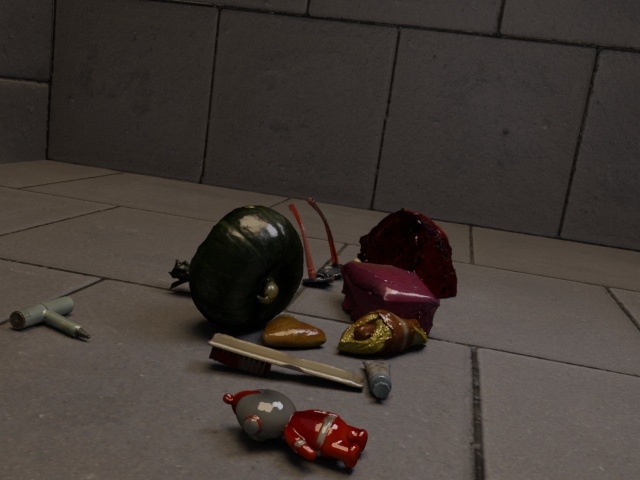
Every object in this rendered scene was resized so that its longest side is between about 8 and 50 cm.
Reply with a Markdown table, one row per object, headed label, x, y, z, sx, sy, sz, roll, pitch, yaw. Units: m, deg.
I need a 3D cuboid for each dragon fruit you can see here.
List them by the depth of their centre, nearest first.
| label | x | y | z | sx | sy | sz | roll | pitch | yaw |
| --- | --- | --- | --- | --- | --- | --- | --- | --- | --- |
| dragon fruit | 0.289 | 0.026 | 2.183 | 0.228 | 0.285 | 0.329 | -4 | 7 | -29 |

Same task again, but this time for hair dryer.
| label | x | y | z | sx | sy | sz | roll | pitch | yaw |
| --- | --- | --- | --- | --- | --- | --- | --- | --- | --- |
| hair dryer | -0.545 | 0.177 | 1.450 | 0.183 | 0.044 | 0.155 | 16 | 15 | 17 |

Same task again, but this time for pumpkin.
| label | x | y | z | sx | sy | sz | roll | pitch | yaw |
| --- | --- | --- | --- | --- | --- | --- | --- | --- | --- |
| pumpkin | -0.163 | 0.067 | 1.561 | 0.207 | 0.300 | 0.300 | 32 | 24 | 35 |

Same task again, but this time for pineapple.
| label | x | y | z | sx | sy | sz | roll | pitch | yaw |
| --- | --- | --- | --- | --- | --- | --- | --- | --- | --- |
| pineapple | -0.275 | 0.097 | 1.790 | 0.248 | 0.128 | 0.128 | 4 | 11 | 7 |

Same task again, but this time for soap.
| label | x | y | z | sx | sy | sz | roll | pitch | yaw |
| --- | --- | --- | --- | --- | --- | --- | --- | --- | --- |
| soap | 0.175 | 0.149 | 1.808 | 0.220 | 0.127 | 0.325 | 7 | 11 | -10 |

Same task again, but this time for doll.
| label | x | y | z | sx | sy | sz | roll | pitch | yaw |
| --- | --- | --- | --- | --- | --- | --- | --- | --- | --- |
| doll | -0.048 | 0.296 | 1.082 | 0.245 | 0.076 | 0.142 | 14 | 12 | 14 |

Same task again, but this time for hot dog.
| label | x | y | z | sx | sy | sz | roll | pitch | yaw |
| --- | --- | --- | --- | --- | --- | --- | --- | --- | --- |
| hot dog | 0.150 | 0.210 | 1.568 | 0.262 | 0.093 | 0.123 | -4 | 16 | -43 |

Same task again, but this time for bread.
| label | x | y | z | sx | sy | sz | roll | pitch | yaw |
| --- | --- | --- | --- | --- | --- | --- | --- | --- | --- |
| bread | -0.084 | 0.210 | 1.530 | 0.154 | 0.054 | 0.136 | 13 | 16 | 38 |

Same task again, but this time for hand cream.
| label | x | y | z | sx | sy | sz | roll | pitch | yaw |
| --- | --- | --- | --- | --- | --- | --- | --- | --- | --- |
| hand cream | 0.119 | 0.274 | 1.360 | 0.065 | 0.043 | 0.170 | 7 | 9 | 1 |

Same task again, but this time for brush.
| label | x | y | z | sx | sy | sz | roll | pitch | yaw |
| --- | --- | --- | --- | --- | --- | --- | --- | --- | --- |
| brush | -0.071 | 0.255 | 1.346 | 0.321 | 0.050 | 0.060 | 15 | 9 | 0 |

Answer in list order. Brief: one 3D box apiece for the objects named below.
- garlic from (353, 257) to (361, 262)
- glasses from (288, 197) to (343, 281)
| label | x | y | z | sx | sy | sz | roll | pitch | yaw |
| --- | --- | --- | --- | --- | --- | --- | --- | --- | --- |
| garlic | 0.128 | 0.094 | 2.210 | 0.041 | 0.053 | 0.083 | -12 | 30 | -13 |
| glasses | 0.000 | 0.000 | 2.097 | 0.118 | 0.268 | 0.234 | -8 | 7 | 23 |
